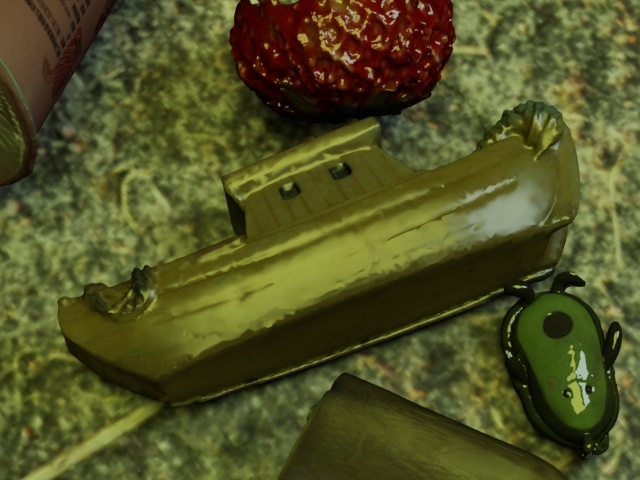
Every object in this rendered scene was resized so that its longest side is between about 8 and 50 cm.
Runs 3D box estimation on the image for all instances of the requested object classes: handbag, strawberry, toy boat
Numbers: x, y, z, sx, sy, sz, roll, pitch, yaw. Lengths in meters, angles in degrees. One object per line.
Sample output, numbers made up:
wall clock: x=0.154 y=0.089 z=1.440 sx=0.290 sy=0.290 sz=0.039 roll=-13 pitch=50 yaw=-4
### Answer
handbag: x=0.144 y=0.077 z=0.894 sx=0.072 sy=0.047 sz=0.111 roll=-12 pitch=66 yaw=-5
strawberry: x=0.016 y=-0.117 z=0.929 sx=0.145 sy=0.145 sz=0.086 roll=-7 pitch=86 yaw=-4
toy boat: x=0.000 y=0.000 z=0.902 sx=0.321 sy=0.089 sz=0.121 roll=-20 pitch=65 yaw=-7

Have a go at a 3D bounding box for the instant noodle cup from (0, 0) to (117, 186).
instant noodle cup: x=-0.214 y=-0.195 z=0.907 sx=0.243 sy=0.243 sz=0.231 roll=26 pitch=63 yaw=9

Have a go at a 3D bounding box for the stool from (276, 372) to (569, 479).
stool: x=0.093 y=0.198 z=0.773 sx=0.264 sy=0.179 sz=0.179 roll=23 pitch=69 yaw=8
